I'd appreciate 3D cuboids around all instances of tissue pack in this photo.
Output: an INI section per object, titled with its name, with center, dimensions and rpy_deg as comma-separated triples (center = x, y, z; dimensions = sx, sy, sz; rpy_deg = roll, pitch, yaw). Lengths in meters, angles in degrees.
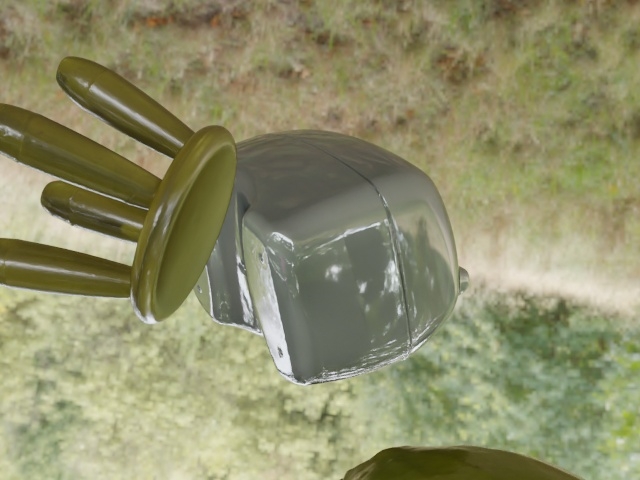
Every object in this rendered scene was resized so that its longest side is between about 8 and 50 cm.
[tissue pack]
center = 0.000, 0.000, 1.107
dimensions = 0.236, 0.229, 0.333
rpy_deg = -21, -156, -23

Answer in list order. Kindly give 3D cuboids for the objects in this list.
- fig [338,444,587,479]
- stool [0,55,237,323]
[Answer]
[fig]
center = 0.133, 0.313, 0.776
dimensions = 0.343, 0.343, 0.343
rpy_deg = 5, 155, 2
[stool]
center = -0.115, -0.024, 0.538
dimensions = 0.110, 0.134, 0.135
rpy_deg = 22, 166, 7
